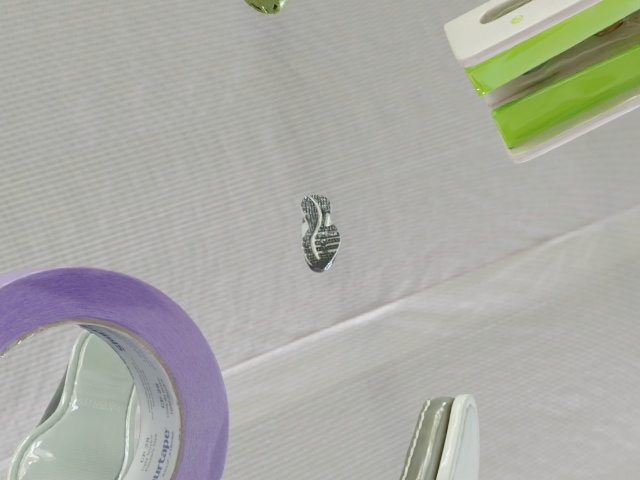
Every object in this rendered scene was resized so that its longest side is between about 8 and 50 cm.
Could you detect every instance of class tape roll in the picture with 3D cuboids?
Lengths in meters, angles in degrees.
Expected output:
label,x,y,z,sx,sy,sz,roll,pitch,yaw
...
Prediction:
label,x,y,z,sx,sy,sz,roll,pitch,yaw
tape roll,-0.216,0.158,1.011,0.275,0.090,0.274,2,-94,-31

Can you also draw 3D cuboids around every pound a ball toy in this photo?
label,x,y,z,sx,sy,sz,roll,pitch,yaw
pound a ball toy,0.264,-0.242,1.090,0.208,0.319,0.135,56,-166,-28

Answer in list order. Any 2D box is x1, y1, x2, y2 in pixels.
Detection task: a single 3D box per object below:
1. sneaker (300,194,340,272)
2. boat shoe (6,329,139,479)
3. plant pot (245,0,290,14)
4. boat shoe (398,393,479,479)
label,x,y,z,sx,sy,sz,roll,pitch,yaw
sneaker,0.000,0.000,1.254,0.040,0.043,0.109,-1,-142,-1
boat shoe,-0.240,0.211,1.223,0.114,0.091,0.302,21,-146,-1
plant pot,-0.044,-0.274,1.236,0.083,0.083,0.079,39,-112,-22
boat shoe,0.068,0.273,1.026,0.109,0.091,0.304,31,-111,-63
